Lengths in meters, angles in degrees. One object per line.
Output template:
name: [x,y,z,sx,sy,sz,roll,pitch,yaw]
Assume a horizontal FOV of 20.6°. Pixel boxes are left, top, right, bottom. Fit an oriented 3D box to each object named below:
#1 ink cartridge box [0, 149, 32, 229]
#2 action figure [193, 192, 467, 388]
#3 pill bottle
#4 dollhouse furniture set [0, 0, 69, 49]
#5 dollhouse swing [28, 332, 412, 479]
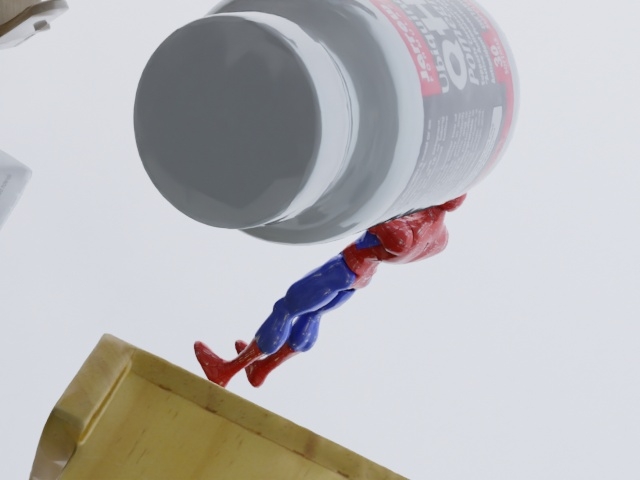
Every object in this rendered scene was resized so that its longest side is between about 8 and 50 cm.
ink cartridge box: [-0.217,-0.026,0.677,0.180,0.060,0.104,32,-58,-11]
action figure: [0.000,0.000,1.467,0.280,0.091,0.139,-35,-109,29]
pill bottle: [0.007,-0.091,1.188,0.176,0.318,0.176,4,-80,24]
dollhouse furniture set: [-0.427,-0.349,1.673,0.174,0.303,0.355,-19,-92,53]
dollhouse swing: [-0.083,0.295,1.310,0.347,0.305,0.315,26,-36,1]
